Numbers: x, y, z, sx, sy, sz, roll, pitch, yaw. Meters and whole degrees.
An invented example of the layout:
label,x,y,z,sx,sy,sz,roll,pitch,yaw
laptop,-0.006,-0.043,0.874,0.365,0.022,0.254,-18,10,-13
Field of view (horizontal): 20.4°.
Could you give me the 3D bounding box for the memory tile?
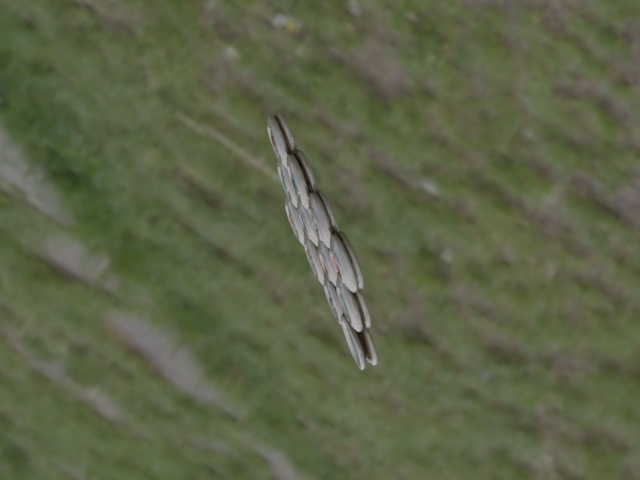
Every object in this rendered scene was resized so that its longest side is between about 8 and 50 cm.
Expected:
label,x,y,z,sx,sy,sz,roll,pitch,yaw
memory tile,0.000,0.000,1.101,0.113,0.012,0.148,78,168,-49
